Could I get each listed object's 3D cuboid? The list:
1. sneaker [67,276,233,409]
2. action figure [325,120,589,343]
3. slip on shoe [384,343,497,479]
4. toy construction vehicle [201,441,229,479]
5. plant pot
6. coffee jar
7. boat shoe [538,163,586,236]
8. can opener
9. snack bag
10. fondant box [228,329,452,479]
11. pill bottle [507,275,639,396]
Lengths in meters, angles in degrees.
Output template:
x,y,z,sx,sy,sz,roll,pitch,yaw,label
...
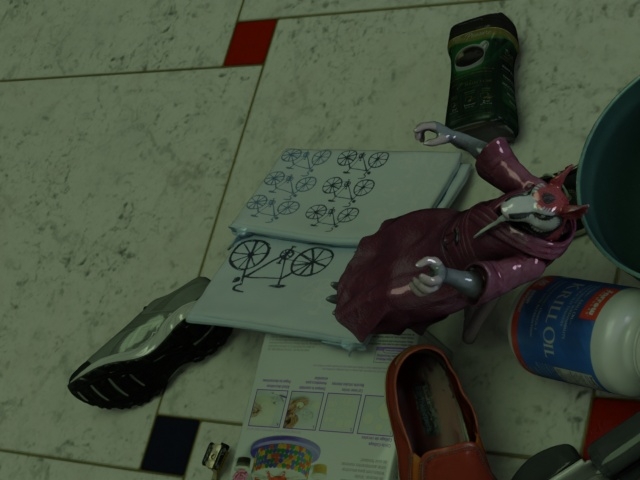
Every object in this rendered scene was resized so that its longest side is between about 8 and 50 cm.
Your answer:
x,y,z,sx,sy,sz,roll,pitch,yaw,label
-0.246,0.150,2.112,0.271,0.100,0.108,-32,40,10,sneaker
0.182,0.024,1.654,0.370,0.275,0.248,-25,41,50,action figure
0.148,0.270,1.690,0.123,0.101,0.331,-14,68,-3,slip on shoe
-0.116,0.312,1.968,0.085,0.035,0.098,14,76,27,toy construction vehicle
0.462,-0.046,1.652,0.293,0.196,0.293,-16,58,27,plant pot
0.221,-0.218,1.993,0.096,0.079,0.184,-13,59,32,coffee jar
0.298,-0.049,1.848,0.233,0.079,0.084,-31,50,15,boat shoe
0.330,0.236,1.667,0.280,0.074,0.093,-34,50,15,can opener
0.000,0.000,1.986,0.323,0.037,0.343,6,50,38,snack bag
0.015,0.273,1.853,0.238,0.096,0.330,-1,64,34,fondant box
0.329,0.110,1.671,0.221,0.124,0.124,7,69,55,pill bottle
